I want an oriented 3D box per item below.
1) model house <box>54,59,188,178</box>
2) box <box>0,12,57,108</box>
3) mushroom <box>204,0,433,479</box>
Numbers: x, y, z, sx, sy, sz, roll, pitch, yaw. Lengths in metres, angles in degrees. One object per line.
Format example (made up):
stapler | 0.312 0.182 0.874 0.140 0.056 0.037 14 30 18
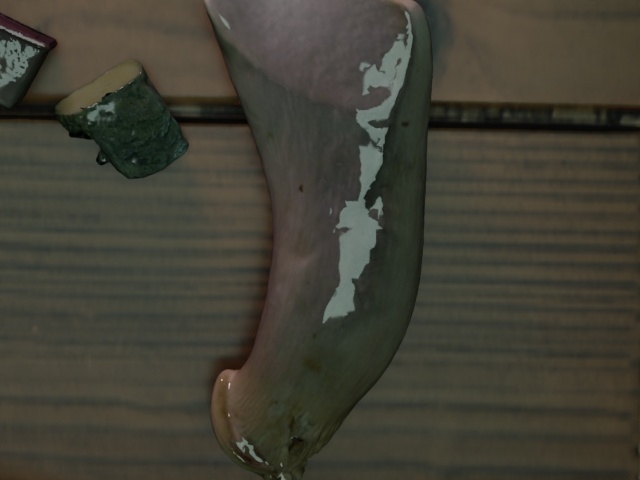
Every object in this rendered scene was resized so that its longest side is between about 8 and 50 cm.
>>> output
model house | -0.159 -0.090 1.348 0.079 0.066 0.083 -35 115 -11
box | -0.261 -0.148 1.329 0.085 0.060 0.063 25 98 -8
mushroom | 0.000 0.001 1.333 0.177 0.126 0.397 1 96 5
